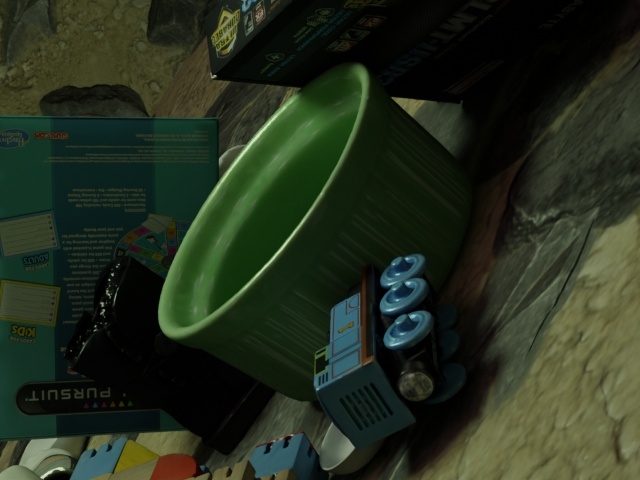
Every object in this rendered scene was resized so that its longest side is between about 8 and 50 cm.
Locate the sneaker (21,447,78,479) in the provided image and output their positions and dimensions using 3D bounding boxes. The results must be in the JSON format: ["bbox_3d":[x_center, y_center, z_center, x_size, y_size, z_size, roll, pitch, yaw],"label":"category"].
[{"bbox_3d":[-0.397,0.393,1.926,0.271,0.100,0.108,-60,20,-16],"label":"sneaker"}]

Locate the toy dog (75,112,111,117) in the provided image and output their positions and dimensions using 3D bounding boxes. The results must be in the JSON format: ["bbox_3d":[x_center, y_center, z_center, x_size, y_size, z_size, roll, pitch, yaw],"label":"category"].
[{"bbox_3d":[-0.329,-0.040,2.112,0.284,0.395,0.408,-50,4,-15],"label":"toy dog"}]

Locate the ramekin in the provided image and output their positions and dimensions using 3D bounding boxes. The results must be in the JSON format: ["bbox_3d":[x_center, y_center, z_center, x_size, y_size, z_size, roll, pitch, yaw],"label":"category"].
[{"bbox_3d":[0.000,0.000,1.358,0.303,0.148,0.303,-46,20,22],"label":"ramekin"}]

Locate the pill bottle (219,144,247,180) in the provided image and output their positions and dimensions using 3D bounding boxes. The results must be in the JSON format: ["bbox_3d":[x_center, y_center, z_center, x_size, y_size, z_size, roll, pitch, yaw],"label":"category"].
[{"bbox_3d":[-0.136,0.021,1.770,0.283,0.161,0.161,-43,19,39],"label":"pill bottle"}]

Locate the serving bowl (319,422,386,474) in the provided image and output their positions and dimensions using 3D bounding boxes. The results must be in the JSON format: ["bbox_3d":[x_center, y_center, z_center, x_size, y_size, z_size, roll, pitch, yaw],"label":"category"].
[{"bbox_3d":[0.034,0.155,1.187,0.083,0.027,0.083,-50,15,18],"label":"serving bowl"}]

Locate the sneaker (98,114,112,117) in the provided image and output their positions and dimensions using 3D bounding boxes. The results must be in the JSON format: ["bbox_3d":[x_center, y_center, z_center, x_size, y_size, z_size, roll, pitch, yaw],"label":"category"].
[{"bbox_3d":[-0.263,0.005,1.704,0.139,0.125,0.341,-42,48,34],"label":"sneaker"}]

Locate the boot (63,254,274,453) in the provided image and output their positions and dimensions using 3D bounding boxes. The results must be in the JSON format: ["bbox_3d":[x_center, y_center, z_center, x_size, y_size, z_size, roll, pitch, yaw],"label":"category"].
[{"bbox_3d":[-0.121,0.071,1.513,0.246,0.207,0.094,-56,16,-2],"label":"boot"}]

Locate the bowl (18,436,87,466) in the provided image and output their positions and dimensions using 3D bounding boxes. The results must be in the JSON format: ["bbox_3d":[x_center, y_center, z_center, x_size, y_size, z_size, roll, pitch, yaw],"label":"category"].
[{"bbox_3d":[-0.390,0.309,2.170,0.142,0.053,0.142,-50,14,20],"label":"bowl"}]

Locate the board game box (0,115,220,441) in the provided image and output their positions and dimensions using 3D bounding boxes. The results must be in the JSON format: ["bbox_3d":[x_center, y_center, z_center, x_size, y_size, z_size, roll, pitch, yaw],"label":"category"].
[{"bbox_3d":[-0.235,0.038,1.575,0.079,0.253,0.336,175,94,-72],"label":"board game box"}]

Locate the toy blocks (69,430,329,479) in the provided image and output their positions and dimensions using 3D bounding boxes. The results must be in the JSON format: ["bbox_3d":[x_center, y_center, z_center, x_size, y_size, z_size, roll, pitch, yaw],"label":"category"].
[{"bbox_3d":[-0.156,0.258,1.161,0.381,0.191,0.261,-22,23,21],"label":"toy blocks"}]

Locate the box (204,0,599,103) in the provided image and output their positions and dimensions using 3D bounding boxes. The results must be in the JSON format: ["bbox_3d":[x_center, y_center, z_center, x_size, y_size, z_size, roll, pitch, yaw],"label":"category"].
[{"bbox_3d":[0.086,-0.222,1.360,0.295,0.293,0.073,-32,60,55],"label":"box"}]

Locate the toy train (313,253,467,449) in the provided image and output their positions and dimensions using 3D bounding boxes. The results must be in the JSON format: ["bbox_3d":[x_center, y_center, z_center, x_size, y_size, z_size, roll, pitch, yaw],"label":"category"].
[{"bbox_3d":[0.051,0.079,1.150,0.105,0.080,0.184,-27,22,13],"label":"toy train"}]

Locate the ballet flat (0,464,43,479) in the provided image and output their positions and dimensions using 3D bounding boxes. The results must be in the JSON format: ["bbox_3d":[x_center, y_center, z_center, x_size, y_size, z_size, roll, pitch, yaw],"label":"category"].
[{"bbox_3d":[-0.335,0.406,1.677,0.139,0.139,0.400,-46,21,33],"label":"ballet flat"}]
